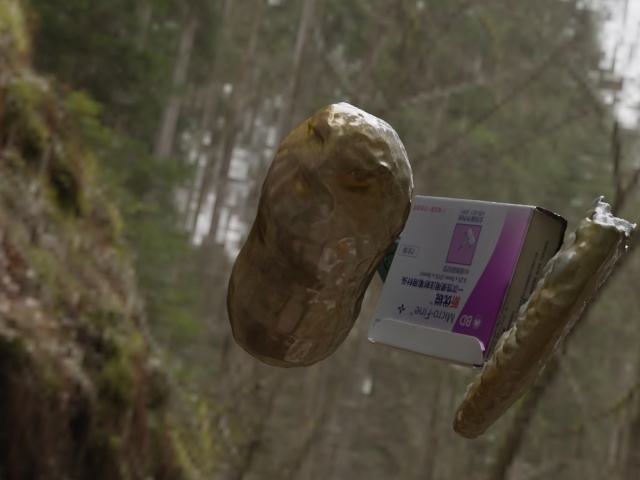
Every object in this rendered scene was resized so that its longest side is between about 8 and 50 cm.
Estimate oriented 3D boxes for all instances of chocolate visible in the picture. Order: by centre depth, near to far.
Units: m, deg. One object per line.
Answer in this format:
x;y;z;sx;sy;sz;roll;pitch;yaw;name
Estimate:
0.000;0.000;1.592;0.134;0.134;0.309;12;-43;-7;chocolate

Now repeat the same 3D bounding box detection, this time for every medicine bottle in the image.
0.145;0.044;1.806;0.052;0.171;0.201;25;-9;-34;medicine bottle

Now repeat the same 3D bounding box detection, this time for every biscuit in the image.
0.152;0.050;1.201;0.040;0.188;0.265;35;-23;6;biscuit

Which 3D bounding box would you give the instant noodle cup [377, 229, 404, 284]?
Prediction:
0.148;0.050;2.035;0.157;0.070;0.179;10;-42;43;instant noodle cup
